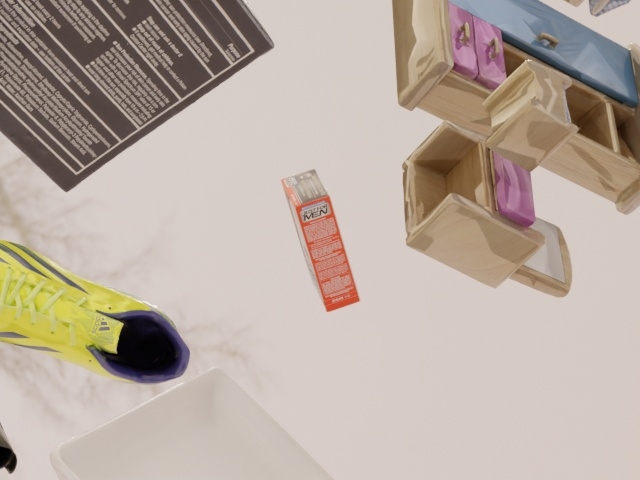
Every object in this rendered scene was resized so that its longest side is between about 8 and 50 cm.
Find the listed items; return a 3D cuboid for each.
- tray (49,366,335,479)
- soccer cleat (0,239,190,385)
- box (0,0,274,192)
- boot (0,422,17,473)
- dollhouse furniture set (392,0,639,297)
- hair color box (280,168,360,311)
[{"bbox_3d":[-0.054,0.147,0.800,0.030,0.145,0.270,-47,173,12],"label":"tray"},{"bbox_3d":[-0.243,0.067,1.339,0.121,0.289,0.093,18,-94,50],"label":"soccer cleat"},{"bbox_3d":[-0.258,-0.259,1.564,0.294,0.296,0.182,-33,-129,5],"label":"box"},{"bbox_3d":[-0.388,0.158,1.402,0.077,0.198,0.137,-55,-134,24],"label":"boot"},{"bbox_3d":[0.211,-0.150,0.884,0.303,0.198,0.286,-46,-148,40],"label":"dollhouse furniture set"},{"bbox_3d":[0.000,0.000,1.925,0.053,0.167,0.093,-18,-152,-5],"label":"hair color box"}]
